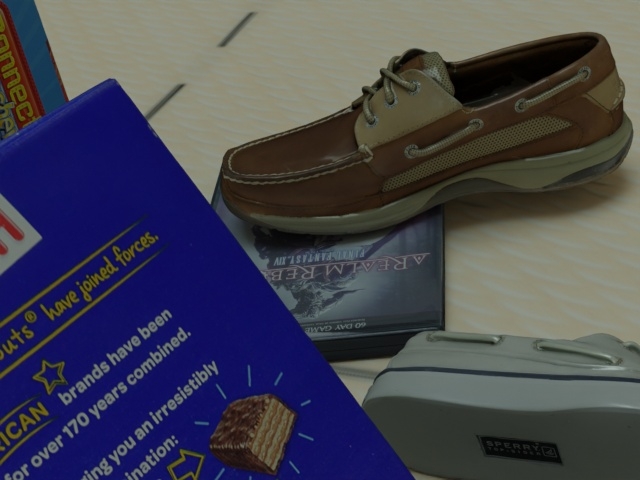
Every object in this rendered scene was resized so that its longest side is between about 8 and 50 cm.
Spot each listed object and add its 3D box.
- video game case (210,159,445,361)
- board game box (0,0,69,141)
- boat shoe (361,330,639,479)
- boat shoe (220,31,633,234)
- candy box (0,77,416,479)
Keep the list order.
[{"bbox_3d":[0.000,0.000,0.940,0.196,0.026,0.274,-6,33,10],"label":"video game case"},{"bbox_3d":[-0.303,-0.104,0.941,0.086,0.302,0.308,-34,40,-29],"label":"board game box"},{"bbox_3d":[0.157,0.097,0.689,0.267,0.096,0.088,0,39,32],"label":"boat shoe"},{"bbox_3d":[0.077,-0.093,0.923,0.324,0.116,0.123,-13,34,-3],"label":"boat shoe"},{"bbox_3d":[-0.106,0.133,0.510,0.268,0.317,0.122,-40,9,-36],"label":"candy box"}]
